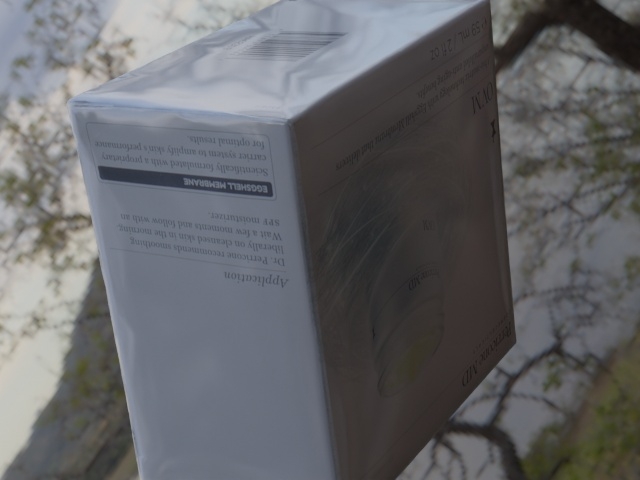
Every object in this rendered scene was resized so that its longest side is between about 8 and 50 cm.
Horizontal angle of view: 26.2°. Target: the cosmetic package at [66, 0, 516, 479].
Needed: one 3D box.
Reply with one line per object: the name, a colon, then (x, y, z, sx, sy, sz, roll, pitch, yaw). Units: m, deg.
cosmetic package: (0.000, 0.000, 0.758, 0.224, 0.138, 0.224, -38, -52, -51)
